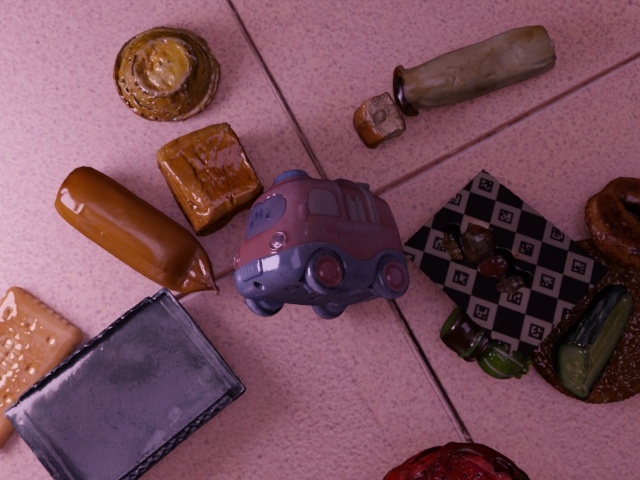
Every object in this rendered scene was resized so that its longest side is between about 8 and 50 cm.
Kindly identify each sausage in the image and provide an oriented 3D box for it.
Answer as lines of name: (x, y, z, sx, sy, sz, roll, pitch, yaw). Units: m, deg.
sausage: (-0.303, -0.005, 1.531, 0.328, 0.112, 0.112, 35, 83, 0)

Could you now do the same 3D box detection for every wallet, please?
wallet: (-0.328, 0.269, 1.516, 0.342, 0.075, 0.237, -39, 86, -8)

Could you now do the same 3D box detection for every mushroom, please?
mushroom: (0.276, -0.309, 1.619, 0.312, 0.081, 0.099, -19, 92, -7)

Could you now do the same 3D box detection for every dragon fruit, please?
dragon fruit: (0.223, 0.462, 1.428, 0.296, 0.301, 0.295, 0, 79, 1)

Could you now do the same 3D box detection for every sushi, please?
sushi: (0.317, 0.047, 1.580, 0.290, 0.050, 0.264, 42, 65, 13)

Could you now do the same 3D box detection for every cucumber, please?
cucumber: (0.469, 0.165, 1.544, 0.193, 0.115, 0.086, -50, 45, -9)

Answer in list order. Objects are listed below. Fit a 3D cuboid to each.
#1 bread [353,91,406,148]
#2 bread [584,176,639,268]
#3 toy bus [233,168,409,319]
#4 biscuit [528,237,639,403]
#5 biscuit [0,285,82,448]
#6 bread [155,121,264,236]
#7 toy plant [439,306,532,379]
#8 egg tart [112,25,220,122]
bread: (0.104, -0.214, 1.601, 0.077, 0.070, 0.083, -24, 84, -7)
bread: (0.567, -0.030, 1.602, 0.193, 0.064, 0.193, 4, 60, -7)
toy bus: (0.000, 0.000, 1.485, 0.294, 0.197, 0.231, 6, 71, -35)
biscuit: (0.504, 0.143, 1.607, 0.306, 0.038, 0.305, 0, 84, -4)
biscuit: (-0.540, 0.217, 1.528, 0.160, 0.030, 0.249, 37, 83, 0)
bread: (-0.187, -0.106, 1.536, 0.143, 0.149, 0.158, -32, 81, -9)
toy plant: (0.294, 0.183, 1.561, 0.162, 0.093, 0.092, 31, 83, -2)
egg tart: (-0.275, -0.299, 1.583, 0.191, 0.074, 0.191, 0, 86, -2)
